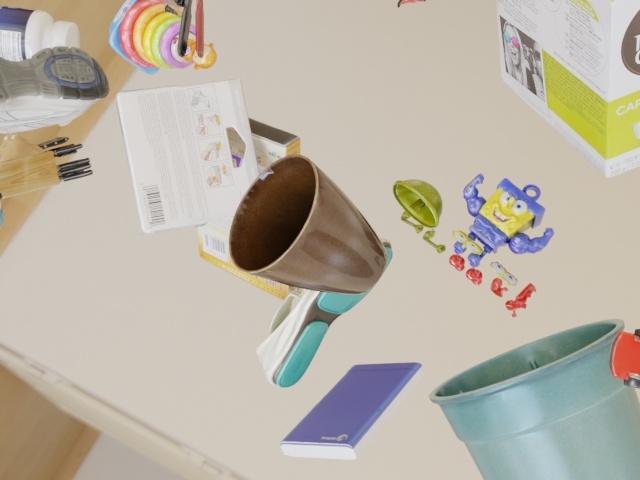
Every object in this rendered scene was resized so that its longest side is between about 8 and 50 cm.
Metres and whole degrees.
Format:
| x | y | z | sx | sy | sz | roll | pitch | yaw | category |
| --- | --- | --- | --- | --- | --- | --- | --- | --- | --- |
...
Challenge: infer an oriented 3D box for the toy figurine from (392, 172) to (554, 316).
| x | y | z | sx | sy | sz | roll | pitch | yaw | category |
| --- | --- | --- | --- | --- | --- | --- | --- | --- | --- |
| 0.349 | -0.045 | 1.661 | 0.217 | 0.362 | 0.191 | -43 | 154 | -8 | toy figurine |

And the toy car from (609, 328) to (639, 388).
| x | y | z | sx | sy | sz | roll | pitch | yaw | category |
| --- | --- | --- | --- | --- | --- | --- | --- | --- | --- |
| 0.439 | 0.167 | 0.850 | 0.239 | 0.224 | 0.053 | -21 | 176 | -1 | toy car |

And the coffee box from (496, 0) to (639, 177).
| x | y | z | sx | sy | sz | roll | pitch | yaw | category |
| --- | --- | --- | --- | --- | --- | --- | --- | --- | --- |
| 0.510 | -0.371 | 1.293 | 0.338 | 0.338 | 0.334 | -23 | 135 | -5 | coffee box |

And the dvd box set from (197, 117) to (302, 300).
| x | y | z | sx | sy | sz | roll | pitch | yaw | category |
| --- | --- | --- | --- | --- | --- | --- | --- | --- | --- |
| -0.175 | -0.089 | 1.897 | 0.062 | 0.308 | 0.420 | -34 | 136 | -40 | dvd box set |

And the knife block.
| x | y | z | sx | sy | sz | roll | pitch | yaw | category |
| --- | --- | --- | --- | --- | --- | --- | --- | --- | --- |
| -0.775 | -0.175 | 2.220 | 0.088 | 0.242 | 0.275 | 7 | -113 | 53 | knife block |

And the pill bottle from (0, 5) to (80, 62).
| x | y | z | sx | sy | sz | roll | pitch | yaw | category |
| --- | --- | --- | --- | --- | --- | --- | --- | --- | --- |
| -0.469 | -0.315 | 1.261 | 0.094 | 0.170 | 0.094 | 7 | 90 | -90 | pill bottle |

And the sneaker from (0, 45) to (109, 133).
| x | y | z | sx | sy | sz | roll | pitch | yaw | category |
| --- | --- | --- | --- | --- | --- | --- | --- | --- | --- |
| -0.433 | -0.188 | 1.074 | 0.297 | 0.111 | 0.129 | -3 | 154 | -42 | sneaker |

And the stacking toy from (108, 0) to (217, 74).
| x | y | z | sx | sy | sz | roll | pitch | yaw | category |
| --- | --- | --- | --- | --- | --- | --- | --- | --- | --- |
| -0.328 | -0.444 | 1.823 | 0.175 | 0.302 | 0.166 | -56 | 138 | -1 | stacking toy |

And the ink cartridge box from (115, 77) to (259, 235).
| x | y | z | sx | sy | sz | roll | pitch | yaw | category |
| --- | --- | --- | --- | --- | --- | --- | --- | --- | --- |
| -0.271 | -0.177 | 1.695 | 0.066 | 0.261 | 0.296 | 158 | -78 | -73 | ink cartridge box |

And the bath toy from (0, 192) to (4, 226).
| x | y | z | sx | sy | sz | roll | pitch | yaw | category |
| --- | --- | --- | --- | --- | --- | --- | --- | --- | --- |
| -0.818 | -0.148 | 1.854 | 0.348 | 0.152 | 0.128 | 114 | -32 | -57 | bath toy |

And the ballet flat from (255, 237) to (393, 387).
| x | y | z | sx | sy | sz | roll | pitch | yaw | category |
| --- | --- | --- | --- | --- | --- | --- | --- | --- | --- |
| -0.011 | 0.129 | 1.714 | 0.400 | 0.139 | 0.139 | -54 | 172 | 12 | ballet flat |

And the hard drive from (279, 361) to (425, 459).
| x | y | z | sx | sy | sz | roll | pitch | yaw | category |
| --- | --- | --- | --- | --- | --- | --- | --- | --- | --- |
| 0.078 | 0.385 | 1.863 | 0.319 | 0.210 | 0.040 | -39 | 111 | -46 | hard drive |

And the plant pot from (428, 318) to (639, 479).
| x | y | z | sx | sy | sz | roll | pitch | yaw | category |
| --- | --- | --- | --- | --- | --- | --- | --- | --- | --- |
| 0.399 | 0.348 | 1.336 | 0.341 | 0.334 | 0.341 | -22 | 175 | -2 | plant pot |

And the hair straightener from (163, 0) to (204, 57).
| x | y | z | sx | sy | sz | roll | pitch | yaw | category |
| --- | --- | --- | --- | --- | --- | --- | --- | --- | --- |
| -0.285 | -0.493 | 1.670 | 0.047 | 0.089 | 0.230 | -38 | 129 | -81 | hair straightener |

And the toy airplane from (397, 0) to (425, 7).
| x | y | z | sx | sy | sz | roll | pitch | yaw | category |
| --- | --- | --- | --- | --- | --- | --- | --- | --- | --- |
| 0.183 | -0.394 | 1.244 | 0.151 | 0.028 | 0.151 | -27 | -159 | 12 | toy airplane |

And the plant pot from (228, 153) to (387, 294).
| x | y | z | sx | sy | sz | roll | pitch | yaw | category |
| --- | --- | --- | --- | --- | --- | --- | --- | --- | --- |
| 0.000 | 0.000 | 1.389 | 0.230 | 0.215 | 0.215 | 30 | 85 | -35 | plant pot |
